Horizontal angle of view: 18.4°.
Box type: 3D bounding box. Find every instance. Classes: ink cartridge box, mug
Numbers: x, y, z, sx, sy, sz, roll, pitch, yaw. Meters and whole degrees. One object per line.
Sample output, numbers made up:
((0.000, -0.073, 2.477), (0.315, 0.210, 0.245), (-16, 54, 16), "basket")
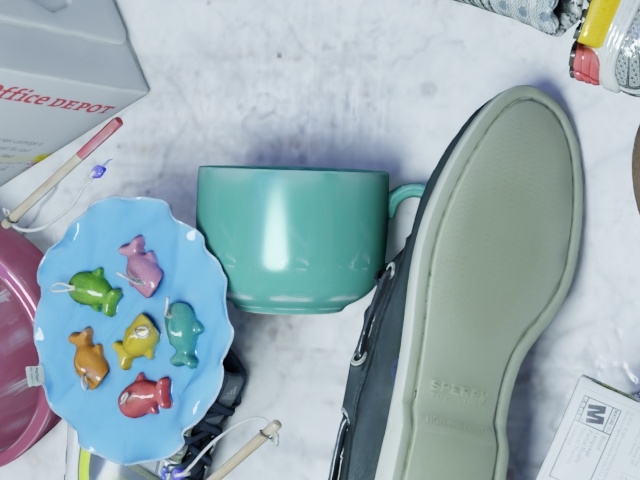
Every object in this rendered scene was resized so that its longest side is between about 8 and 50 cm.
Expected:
((-0.310, -0.140, 1.472), (0.270, 0.198, 0.197), (-29, 75, 25), "ink cartridge box")
((-0.008, 0.000, 1.337), (0.158, 0.129, 0.097), (4, 94, 29), "mug")

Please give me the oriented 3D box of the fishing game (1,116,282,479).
((-0.138, 0.061, 1.338), (0.189, 0.041, 0.264), (-38, 69, 33), "fishing game")

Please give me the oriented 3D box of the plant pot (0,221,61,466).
((-0.299, 0.094, 1.437), (0.201, 0.180, 0.201), (6, 108, 18), "plant pot")

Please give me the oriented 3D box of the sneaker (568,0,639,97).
((0.235, -0.194, 1.244), (0.093, 0.088, 0.225), (22, 100, 7), "sneaker")

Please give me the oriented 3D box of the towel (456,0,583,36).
((0.107, -0.323, 1.294), (0.312, 0.056, 0.324), (28, 104, 46), "towel")

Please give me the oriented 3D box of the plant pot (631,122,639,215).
((0.304, -0.049, 1.138), (0.230, 0.215, 0.215), (-7, 85, 43), "plant pot")

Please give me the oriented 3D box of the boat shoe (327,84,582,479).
((0.076, 0.062, 1.285), (0.113, 0.127, 0.340), (-6, 70, 55), "boat shoe")

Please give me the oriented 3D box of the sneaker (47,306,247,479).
((-0.113, 0.134, 1.409), (0.121, 0.111, 0.300), (-13, 84, 25), "sneaker")

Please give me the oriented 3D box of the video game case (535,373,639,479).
((0.205, 0.225, 1.172), (0.210, 0.042, 0.232), (22, 86, 24), "video game case")
